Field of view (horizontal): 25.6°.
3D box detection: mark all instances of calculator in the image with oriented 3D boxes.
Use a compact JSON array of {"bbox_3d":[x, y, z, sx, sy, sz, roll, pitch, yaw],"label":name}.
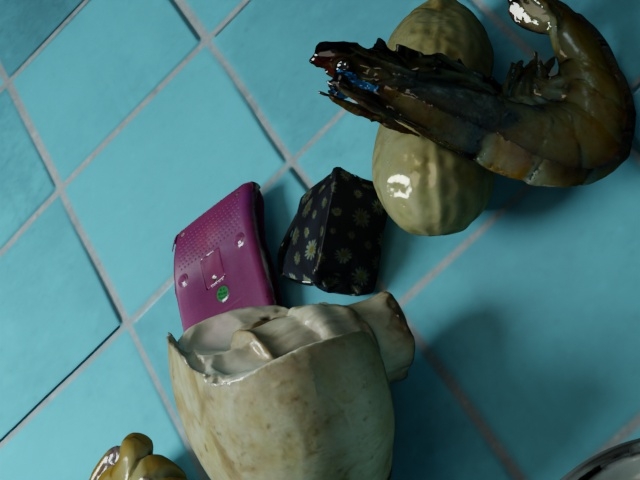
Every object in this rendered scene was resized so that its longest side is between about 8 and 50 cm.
[{"bbox_3d":[-0.097,0.041,1.422,0.126,0.034,0.190,-35,48,27],"label":"calculator"}]

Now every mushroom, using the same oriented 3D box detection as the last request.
[{"bbox_3d":[-0.012,0.148,1.200,0.195,0.189,0.253,-16,14,-21],"label":"mushroom"}]

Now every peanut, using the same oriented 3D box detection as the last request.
[{"bbox_3d":[0.110,-0.114,1.301,0.111,0.125,0.274,0,55,12],"label":"peanut"}]

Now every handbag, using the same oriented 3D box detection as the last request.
[{"bbox_3d":[0.000,0.000,1.363,0.139,0.072,0.115,-17,58,57],"label":"handbag"}]

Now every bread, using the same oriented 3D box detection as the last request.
[{"bbox_3d":[-0.147,0.280,1.293,0.134,0.081,0.225,-55,46,6],"label":"bread"}]

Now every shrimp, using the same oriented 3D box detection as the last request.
[{"bbox_3d":[0.138,-0.156,1.227,0.054,0.290,0.222,111,171,-55],"label":"shrimp"}]

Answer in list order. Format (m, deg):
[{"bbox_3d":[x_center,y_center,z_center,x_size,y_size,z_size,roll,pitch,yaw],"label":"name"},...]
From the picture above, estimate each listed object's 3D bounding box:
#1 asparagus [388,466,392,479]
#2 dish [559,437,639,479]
[{"bbox_3d":[0.057,0.136,1.258,0.016,0.016,0.163,-6,59,15],"label":"asparagus"},{"bbox_3d":[0.235,0.220,0.958,0.260,0.085,0.260,-15,44,15],"label":"dish"}]
